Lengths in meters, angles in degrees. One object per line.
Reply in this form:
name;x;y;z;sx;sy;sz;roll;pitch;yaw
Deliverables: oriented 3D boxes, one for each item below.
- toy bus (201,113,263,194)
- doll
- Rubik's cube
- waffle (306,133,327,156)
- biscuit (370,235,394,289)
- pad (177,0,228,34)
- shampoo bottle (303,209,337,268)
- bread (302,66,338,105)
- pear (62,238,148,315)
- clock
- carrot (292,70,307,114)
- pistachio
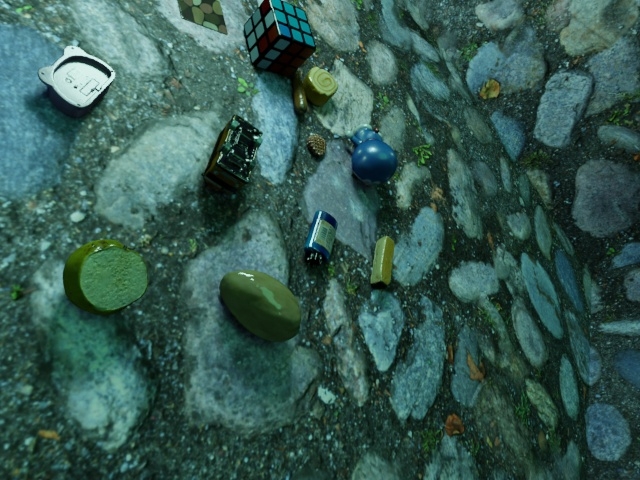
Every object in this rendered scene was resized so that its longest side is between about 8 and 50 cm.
toy bus;-0.230;-0.220;1.065;0.098;0.114;0.200;31;46;-29
doll;0.178;-0.311;1.480;0.216;0.161;0.256;20;39;-19
Rubik's cube;-0.136;-0.666;1.347;0.161;0.163;0.162;-4;76;-44
waffle;-0.012;-0.322;1.381;0.075;0.029;0.083;43;49;-18
biscuit;0.205;0.073;1.360;0.052;0.056;0.187;34;51;-24
pad;-0.382;-0.765;1.283;0.158;0.003;0.234;-1;70;-43
shampoo bottle;0.000;0.000;1.211;0.087;0.050;0.182;38;48;-26
bread;-0.003;-0.562;1.478;0.122;0.073;0.149;45;46;-14
pear;-0.407;0.067;0.768;0.141;0.104;0.140;-5;97;-46
clock;-0.535;-0.347;0.895;0.110;0.050;0.152;36;49;-24
carrot;-0.074;-0.517;1.410;0.047;0.047;0.190;13;60;-38
pistachio;-0.138;0.149;0.962;0.226;0.136;0.135;38;48;-14
